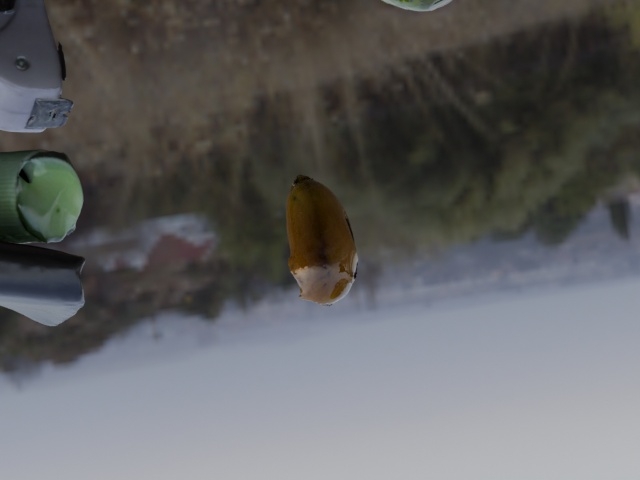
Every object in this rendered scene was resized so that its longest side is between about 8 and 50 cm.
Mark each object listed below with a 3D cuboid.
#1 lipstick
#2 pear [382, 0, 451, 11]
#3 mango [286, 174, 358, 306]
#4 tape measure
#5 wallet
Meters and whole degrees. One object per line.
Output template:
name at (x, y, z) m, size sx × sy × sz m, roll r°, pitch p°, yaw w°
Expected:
lipstick at (-0.322, -0.032, 1.410) m, size 0.304 × 0.076 × 0.076 m, roll 0°, pitch -176°, yaw 35°
pear at (0.066, -0.303, 1.506) m, size 0.187 × 0.220 × 0.187 m, roll -28°, pitch 170°, yaw -5°
mango at (0.000, 0.000, 1.624) m, size 0.063 × 0.127 × 0.077 m, roll -15°, pitch 158°, yaw 12°
tape measure at (-0.369, -0.224, 1.772) m, size 0.197 × 0.236 × 0.120 m, roll -2°, pitch 151°, yaw -25°
wallet at (-0.365, 0.009, 1.282) m, size 0.377 × 0.051 × 0.197 m, roll 10°, pitch 172°, yaw -14°
